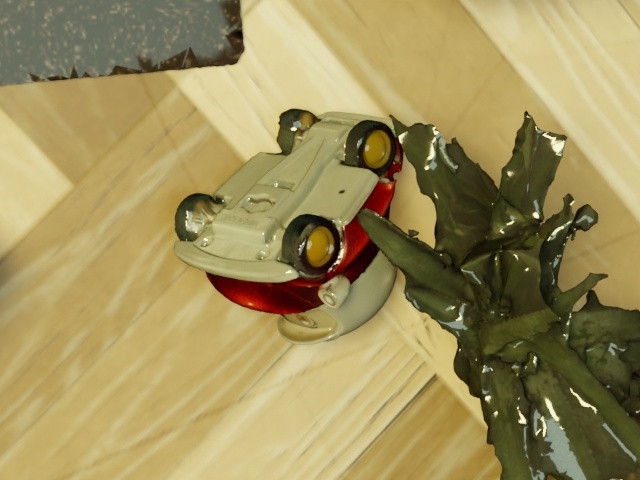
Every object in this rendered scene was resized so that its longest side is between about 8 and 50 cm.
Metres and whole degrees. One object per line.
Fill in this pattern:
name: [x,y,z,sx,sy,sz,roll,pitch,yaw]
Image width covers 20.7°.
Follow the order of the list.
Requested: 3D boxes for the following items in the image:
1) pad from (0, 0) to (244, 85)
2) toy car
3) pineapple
pad: [-0.155,-0.251,0.957,0.220,0.004,0.330,-7,99,-21]
toy car: [0.000,0.000,1.008,0.139,0.112,0.112,-49,128,-26]
pineapple: [0.143,0.088,1.011,0.165,0.165,0.364,-46,125,-10]
